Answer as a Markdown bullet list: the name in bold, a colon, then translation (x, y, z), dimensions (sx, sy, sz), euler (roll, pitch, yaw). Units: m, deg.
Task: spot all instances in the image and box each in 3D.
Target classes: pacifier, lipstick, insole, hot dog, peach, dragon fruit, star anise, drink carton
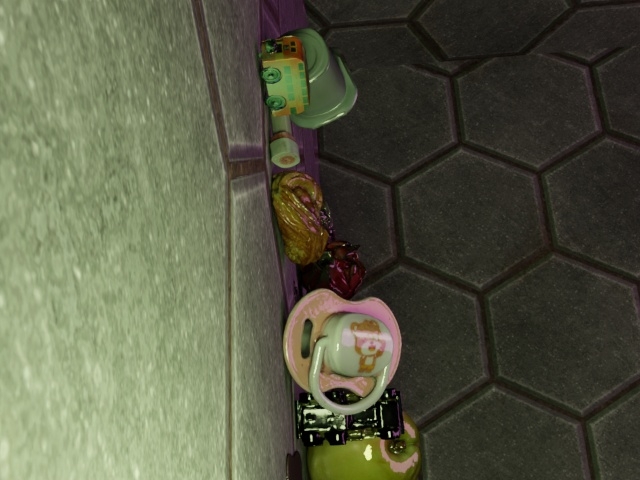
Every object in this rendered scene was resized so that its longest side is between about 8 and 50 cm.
- **pacifier**: translation (0.043, 0.237, 1.720), dimensions (0.220, 0.332, 0.273), euler (-63, -142, 21)
- **lipstick**: translation (-0.089, -0.255, 1.667), dimensions (0.063, 0.057, 0.186), euler (31, 44, -52)
- **insole**: translation (-0.055, 0.518, 1.653), dimensions (0.328, 0.007, 0.111), euler (78, 7, -71)
- **hot dog**: translation (-0.041, -0.054, 1.696), dimensions (0.259, 0.114, 0.175), euler (82, 4, -62)
- **peach**: translation (0.116, 0.578, 1.991), dimensions (0.314, 0.316, 0.281), euler (36, 35, -40)
- **dragon fruit**: translation (0.029, 0.093, 2.209), dimensions (0.274, 0.192, 0.193), euler (39, 54, -70)
- **star anise**: translation (0.000, 0.002, 2.490), dimensions (0.332, 0.118, 0.331), euler (-7, 90, -83)
- **drink carton**: translation (-0.022, -0.390, 1.765), dimensions (0.189, 0.185, 0.191), euler (54, 17, -73)

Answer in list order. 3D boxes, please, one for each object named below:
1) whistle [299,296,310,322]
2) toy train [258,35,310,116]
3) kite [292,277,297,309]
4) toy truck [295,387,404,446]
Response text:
- **whistle**: translation (0.002, 0.281, 2.132), dimensions (0.106, 0.131, 0.288), euler (-35, 129, -52)
- **toy train**: translation (-0.075, -0.343, 1.571), dimensions (0.188, 0.099, 0.072), euler (83, 4, -57)
- **kite**: translation (-0.059, 0.222, 1.980), dimensions (0.183, 0.014, 0.241), euler (79, 9, -62)
- **toy truck**: translation (0.069, 0.422, 1.799), dimensions (0.127, 0.257, 0.127), euler (90, -4, -77)
